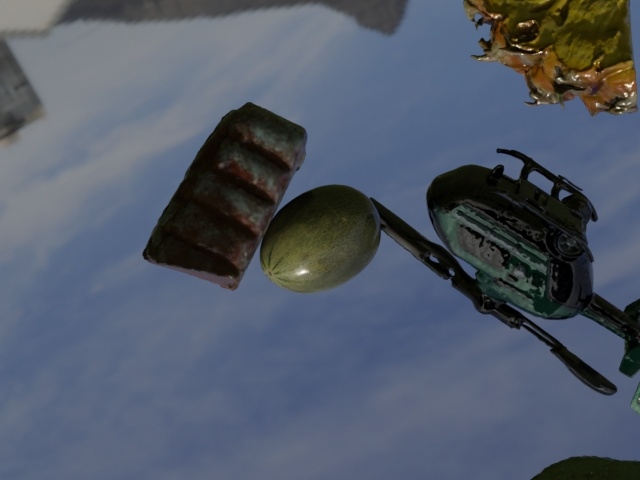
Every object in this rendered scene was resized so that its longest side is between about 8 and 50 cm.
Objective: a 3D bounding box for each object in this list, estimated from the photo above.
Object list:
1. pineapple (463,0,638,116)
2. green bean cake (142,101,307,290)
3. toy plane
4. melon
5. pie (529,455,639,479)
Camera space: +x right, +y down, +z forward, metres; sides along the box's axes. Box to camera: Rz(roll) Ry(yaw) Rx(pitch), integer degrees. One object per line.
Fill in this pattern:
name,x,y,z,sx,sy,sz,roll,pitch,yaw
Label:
pineapple,0.161,-0.134,0.896,0.116,0.137,0.069,-43,155,-10
green bean cake,-0.102,-0.020,1.410,0.198,0.097,0.232,-63,-177,-19
toy plane,0.227,0.036,1.407,0.155,0.382,0.106,-54,-172,31
melon,0.000,0.000,1.379,0.131,0.098,0.098,-34,-163,-22
pie,0.263,0.299,1.258,0.240,0.240,0.054,-16,-179,36
